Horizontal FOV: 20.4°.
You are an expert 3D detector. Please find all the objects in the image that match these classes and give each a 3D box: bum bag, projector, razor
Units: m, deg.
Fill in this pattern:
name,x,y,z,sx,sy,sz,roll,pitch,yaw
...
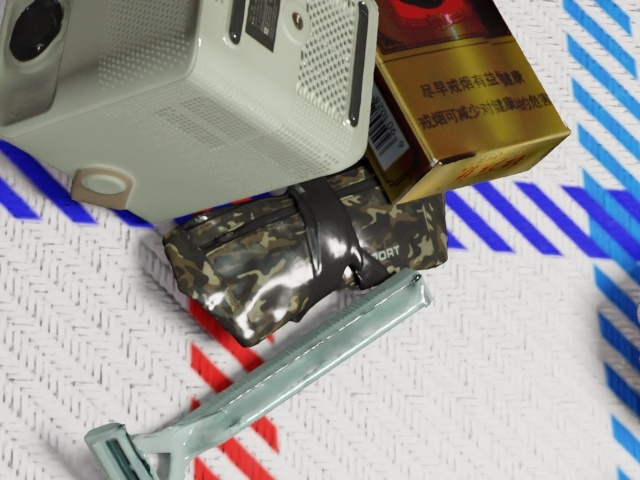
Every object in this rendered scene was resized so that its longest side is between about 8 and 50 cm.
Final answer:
name,x,y,z,sx,sy,sz,roll,pitch,yaw
bum bag,0.001,0.001,1.318,0.248,0.069,0.102,-24,62,-27
projector,-0.103,-0.120,1.234,0.177,0.242,0.163,31,57,-41
razor,-0.034,0.104,1.263,0.278,0.056,0.111,-36,110,-25

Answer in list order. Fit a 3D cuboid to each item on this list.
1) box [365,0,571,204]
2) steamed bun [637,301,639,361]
name,x,y,z,sx,sy,sz,roll,pitch,yaw
box,0.073,-0.154,1.381,0.159,0.071,0.240,-14,69,-37
steamed bun,0.324,0.087,1.366,0.182,0.106,0.183,8,58,-14
